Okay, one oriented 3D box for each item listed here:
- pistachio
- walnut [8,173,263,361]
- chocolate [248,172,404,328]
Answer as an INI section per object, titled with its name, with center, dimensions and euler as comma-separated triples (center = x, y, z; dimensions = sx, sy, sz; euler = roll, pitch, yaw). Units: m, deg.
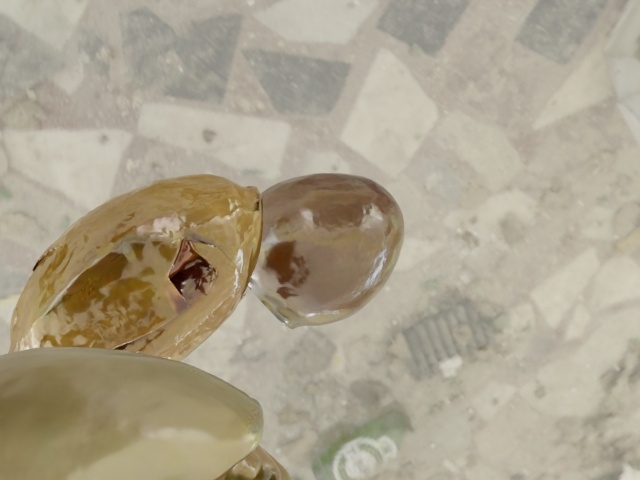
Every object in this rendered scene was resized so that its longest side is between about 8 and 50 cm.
[pistachio]
center = -0.094, 0.099, 0.425
dimensions = 0.185, 0.124, 0.124
euler = -6, 130, 26
[walnut]
center = -0.145, 0.035, 0.820
dimensions = 0.245, 0.137, 0.137
euler = -34, 125, -4
[chocolate]
center = 0.000, 0.000, 1.025
dimensions = 0.176, 0.177, 0.177
euler = -9, 123, -14
